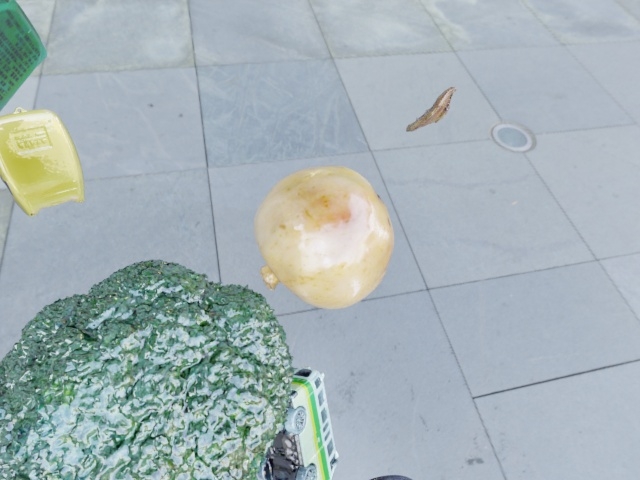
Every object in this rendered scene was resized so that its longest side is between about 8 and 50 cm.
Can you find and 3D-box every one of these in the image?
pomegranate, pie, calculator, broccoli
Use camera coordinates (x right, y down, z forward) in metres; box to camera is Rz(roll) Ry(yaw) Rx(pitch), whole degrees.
[{"bbox_3d":[0.000,0.000,1.183,0.412,0.411,0.411,3,55,-4],"label":"pomegranate"},{"bbox_3d":[0.187,-0.214,0.757,0.088,0.191,0.033,-35,93,12],"label":"pie"},{"bbox_3d":[-0.608,-0.169,0.946,0.157,0.236,0.033,-25,37,-31],"label":"calculator"},{"bbox_3d":[-0.152,0.161,0.432,0.298,0.297,0.297,-7,68,16],"label":"broccoli"}]

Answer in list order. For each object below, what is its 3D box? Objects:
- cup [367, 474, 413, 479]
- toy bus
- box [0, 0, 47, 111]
[{"bbox_3d":[0.158,0.524,0.669,0.255,0.178,0.256,19,28,-24],"label":"cup"},{"bbox_3d":[-0.051,0.423,0.950,0.134,0.275,0.165,-4,11,32],"label":"toy bus"},{"bbox_3d":[-0.778,-0.381,0.957,0.106,0.264,0.336,33,77,-10],"label":"box"}]
